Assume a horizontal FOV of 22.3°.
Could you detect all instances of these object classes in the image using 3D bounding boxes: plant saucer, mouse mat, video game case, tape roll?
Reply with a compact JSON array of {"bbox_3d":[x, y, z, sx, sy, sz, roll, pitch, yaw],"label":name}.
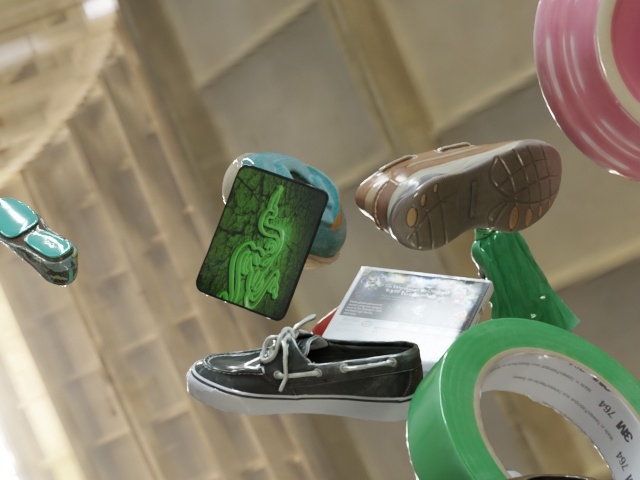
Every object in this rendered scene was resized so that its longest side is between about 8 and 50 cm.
[{"bbox_3d":[0.427,-0.239,2.022,0.332,0.332,0.084,67,-23,-3],"label":"plant saucer"},{"bbox_3d":[-0.080,0.001,2.209,0.153,0.189,0.007,19,-2,29],"label":"mouse mat"},{"bbox_3d":[0.107,0.106,2.099,0.190,0.173,0.022,6,-45,27],"label":"video game case"},{"bbox_3d":[0.249,0.232,1.747,0.321,0.321,0.077,57,-46,26],"label":"tape roll"}]

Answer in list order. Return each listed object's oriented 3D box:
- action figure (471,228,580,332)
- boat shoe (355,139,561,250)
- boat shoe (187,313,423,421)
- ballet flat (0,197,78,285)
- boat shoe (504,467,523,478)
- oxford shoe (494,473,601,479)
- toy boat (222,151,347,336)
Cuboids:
[{"bbox_3d":[0.285,0.057,2.448,0.232,0.137,0.063,64,-10,-20],"label":"action figure"},{"bbox_3d":[0.176,-0.073,2.022,0.116,0.324,0.123,23,-67,41],"label":"boat shoe"},{"bbox_3d":[-0.023,0.154,2.002,0.306,0.113,0.105,5,-65,23],"label":"boat shoe"},{"bbox_3d":[-0.381,0.007,2.152,0.188,0.070,0.070,36,-34,44],"label":"ballet flat"},{"bbox_3d":[0.174,0.290,1.860,0.102,0.108,0.301,51,-4,15],"label":"boat shoe"},{"bbox_3d":[0.262,0.264,1.542,0.096,0.227,0.082,143,-52,-60],"label":"oxford shoe"},{"bbox_3d":[0.000,0.000,2.393,0.318,0.148,0.267,61,20,14],"label":"toy boat"}]
